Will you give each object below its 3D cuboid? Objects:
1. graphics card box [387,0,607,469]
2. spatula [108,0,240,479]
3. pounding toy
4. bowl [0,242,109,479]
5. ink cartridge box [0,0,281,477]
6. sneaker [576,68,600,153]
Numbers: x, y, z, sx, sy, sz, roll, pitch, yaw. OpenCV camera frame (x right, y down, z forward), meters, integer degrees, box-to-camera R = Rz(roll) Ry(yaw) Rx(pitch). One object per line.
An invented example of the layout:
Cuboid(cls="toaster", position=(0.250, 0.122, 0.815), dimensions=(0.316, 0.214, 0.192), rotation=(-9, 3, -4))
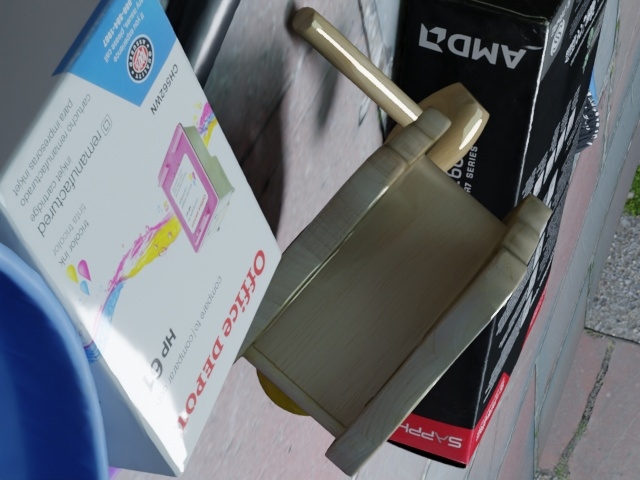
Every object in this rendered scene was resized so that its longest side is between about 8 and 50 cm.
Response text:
Cuboid(cls="graphics card box", position=(0.119, -0.053, 1.043), dimensions=(0.233, 0.094, 0.371), rotation=(-56, 159, -47))
Cuboid(cls="spatula", position=(-0.051, -0.031, 0.566), dimensions=(0.084, 0.030, 0.296), rotation=(-27, 132, -72))
Cuboid(cls="pounding toy", position=(0.000, 0.000, 0.690), dimensions=(0.154, 0.155, 0.269), rotation=(-49, 178, 18))
Cuboid(cls="bowl", position=(-0.164, 0.168, 0.284), dimensions=(0.391, 0.077, 0.391), rotation=(17, 90, -76))
Cuboid(cls="ink cartridge box", position=(-0.064, -0.004, 0.420), dimensions=(0.088, 0.052, 0.122), rotation=(-66, 148, -35))
Cuboid(cls="sneaker", position=(0.204, -0.174, 1.308), dimensions=(0.082, 0.069, 0.209), rotation=(-106, -176, -47))
